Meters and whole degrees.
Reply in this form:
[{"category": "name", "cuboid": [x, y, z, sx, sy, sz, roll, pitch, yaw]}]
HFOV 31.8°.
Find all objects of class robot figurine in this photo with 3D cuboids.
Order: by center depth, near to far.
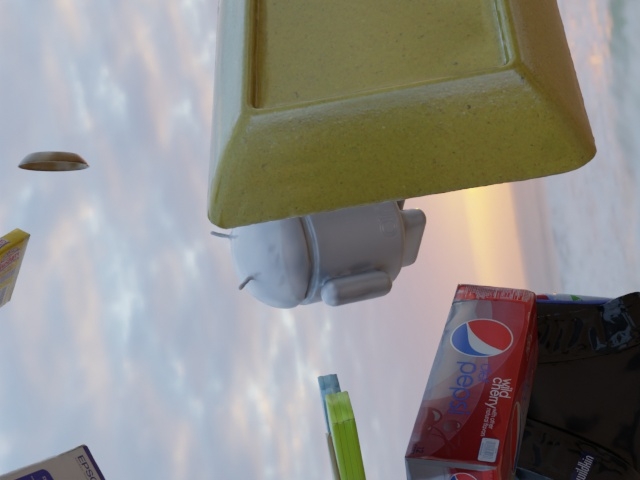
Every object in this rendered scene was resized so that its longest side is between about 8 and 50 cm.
[{"category": "robot figurine", "cuboid": [0.000, 0.000, 1.876, 0.300, 0.353, 0.200, 50, 142, 44]}]

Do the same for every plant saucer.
[{"category": "plant saucer", "cuboid": [0.053, -0.181, 1.009, 0.081, 0.332, 0.333, 73, -169, -48]}, {"category": "plant saucer", "cuboid": [-0.313, -0.093, 1.321, 0.083, 0.083, 0.015, 20, -112, -79]}]

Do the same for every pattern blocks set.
[{"category": "pattern blocks set", "cuboid": [0.031, 0.250, 0.846, 0.325, 0.026, 0.286, -109, 9, -76]}]

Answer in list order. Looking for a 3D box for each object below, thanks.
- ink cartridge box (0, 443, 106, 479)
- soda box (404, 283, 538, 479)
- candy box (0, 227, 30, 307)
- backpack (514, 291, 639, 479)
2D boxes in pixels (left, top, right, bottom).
[{"category": "ink cartridge box", "cuboid": [-0.248, 0.270, 0.854, 0.165, 0.065, 0.332, 58, -162, 10]}, {"category": "soda box", "cuboid": [0.148, 0.151, 1.051, 0.263, 0.083, 0.092, -62, -31, -53]}, {"category": "candy box", "cuboid": [-0.422, 0.063, 1.353, 0.206, 0.027, 0.105, -49, -19, -66]}, {"category": "backpack", "cuboid": [0.265, 0.176, 1.322, 0.213, 0.263, 0.277, 87, -169, -81]}]
